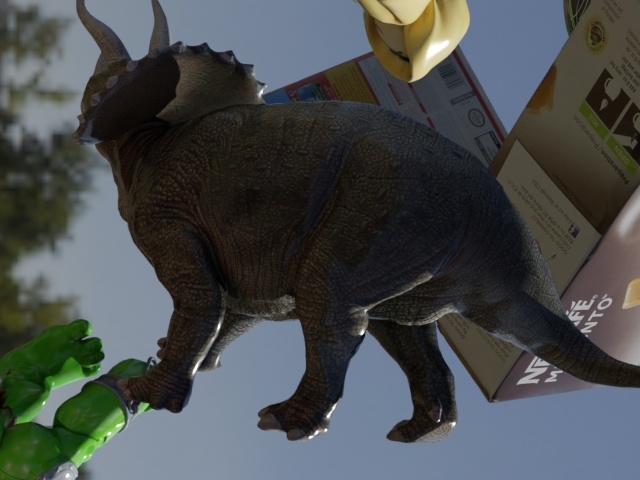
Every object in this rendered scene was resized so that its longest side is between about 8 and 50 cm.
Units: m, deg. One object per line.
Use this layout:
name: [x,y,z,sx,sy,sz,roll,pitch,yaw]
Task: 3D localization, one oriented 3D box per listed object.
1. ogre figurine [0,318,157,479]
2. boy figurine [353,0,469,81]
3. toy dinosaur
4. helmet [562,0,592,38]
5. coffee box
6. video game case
ogre figurine: [-0.190,0.085,1.041,0.097,0.197,0.118,-52,-163,32]
boy figurine: [0.014,-0.218,1.473,0.177,0.285,0.092,37,-90,40]
toy dinosaur: [0.000,0.000,0.848,0.121,0.313,0.160,-15,119,-66]
helmet: [0.311,-0.230,1.870,0.169,0.161,0.169,62,-2,4]
coffee box: [0.177,-0.029,1.124,0.098,0.141,0.246,56,-49,33]
video game case: [0.056,-0.095,2.058,0.204,0.285,0.025,63,-18,13]
